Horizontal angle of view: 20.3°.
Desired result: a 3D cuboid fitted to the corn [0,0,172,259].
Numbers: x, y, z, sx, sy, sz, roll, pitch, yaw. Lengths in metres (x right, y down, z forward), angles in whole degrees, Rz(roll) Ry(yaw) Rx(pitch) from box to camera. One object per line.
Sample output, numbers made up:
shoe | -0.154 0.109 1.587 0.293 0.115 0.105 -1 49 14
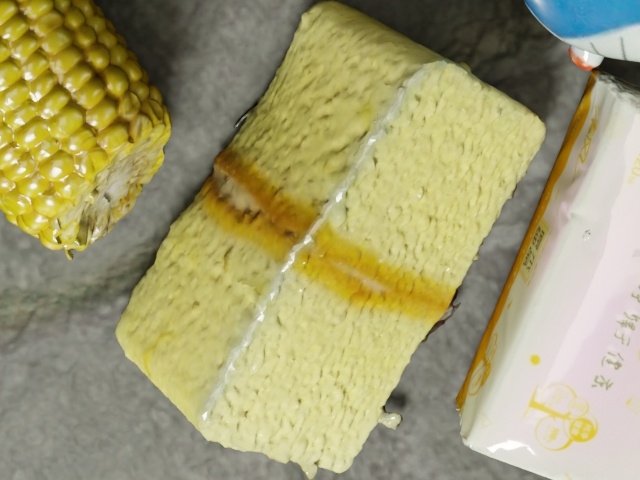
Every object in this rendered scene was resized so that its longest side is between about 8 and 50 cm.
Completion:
corn | -0.232 -0.164 1.014 0.144 0.144 0.387 -42 97 8

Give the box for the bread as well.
bread | 0.000 0.000 1.058 0.178 0.142 0.266 31 98 11

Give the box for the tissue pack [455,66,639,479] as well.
tissue pack | 0.204 0.038 1.048 0.185 0.124 0.225 21 100 -5

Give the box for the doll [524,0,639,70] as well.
doll | 0.230 -0.184 0.990 0.257 0.215 0.161 -6 131 11
